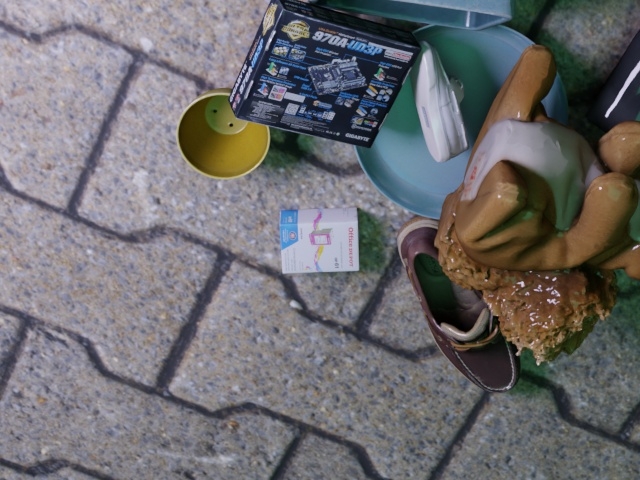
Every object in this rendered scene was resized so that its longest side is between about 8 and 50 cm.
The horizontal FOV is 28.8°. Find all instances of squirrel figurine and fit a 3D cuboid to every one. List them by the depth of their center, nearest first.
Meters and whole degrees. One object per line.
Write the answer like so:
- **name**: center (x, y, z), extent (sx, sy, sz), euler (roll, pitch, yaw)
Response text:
- **squirrel figurine**: center (0.371, -0.008, 1.755), extent (0.371, 0.281, 0.397), euler (21, 139, -6)

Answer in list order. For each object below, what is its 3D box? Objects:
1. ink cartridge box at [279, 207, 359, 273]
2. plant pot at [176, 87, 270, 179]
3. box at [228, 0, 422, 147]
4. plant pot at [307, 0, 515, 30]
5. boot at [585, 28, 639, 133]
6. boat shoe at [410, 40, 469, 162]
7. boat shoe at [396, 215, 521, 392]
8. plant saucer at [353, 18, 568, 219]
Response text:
- **ink cartridge box**: center (0.000, 0.000, 1.930), extent (0.123, 0.052, 0.088), euler (-3, 117, 0)
- **plant pot**: center (-0.139, -0.169, 1.817), extent (0.134, 0.095, 0.134), euler (0, 118, -1)
- **box**: center (0.006, -0.229, 1.721), extent (0.220, 0.051, 0.175), euler (10, 124, -26)
- **plant pot**: center (0.127, -0.420, 1.613), extent (0.248, 0.247, 0.252), euler (8, 95, -4)
- **boot**: center (0.486, -0.346, 1.711), extent (0.367, 0.146, 0.445), euler (21, 120, -9)
- **boat shoe**: center (0.175, -0.202, 1.776), extent (0.063, 0.066, 0.184), euler (-21, 111, -13)
- **boat shoe**: center (0.221, 0.124, 1.954), extent (0.123, 0.123, 0.342), euler (-23, 115, 11)
- **plant saucer**: center (0.204, -0.180, 1.842), extent (0.318, 0.043, 0.317), euler (0, 118, 0)
